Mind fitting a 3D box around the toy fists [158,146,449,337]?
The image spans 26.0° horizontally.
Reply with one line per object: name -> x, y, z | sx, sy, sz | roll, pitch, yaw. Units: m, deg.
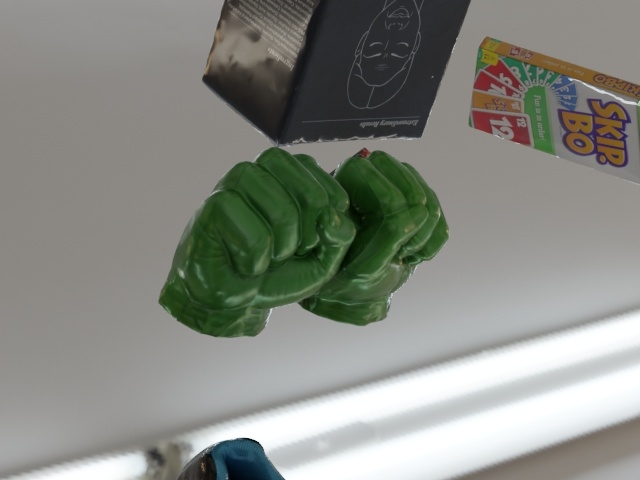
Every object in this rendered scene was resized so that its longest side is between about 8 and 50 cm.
toy fists -> 0.000, 0.000, 1.125 | 0.279, 0.142, 0.096 | -2, -147, -47

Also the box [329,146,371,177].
box -> 0.037, -0.027, 1.340 | 0.094, 0.027, 0.137 | 42, -138, 8

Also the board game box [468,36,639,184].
board game box -> 0.306, -0.150, 1.659 | 0.259, 0.124, 0.039 | 19, -133, 16

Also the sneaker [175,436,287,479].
sneaker -> 0.004, 0.292, 1.014 | 0.341, 0.139, 0.125 | 42, -134, 16

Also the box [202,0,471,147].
box -> 0.045, -0.359, 2.017 | 0.293, 0.395, 0.212 | -6, -144, -41
